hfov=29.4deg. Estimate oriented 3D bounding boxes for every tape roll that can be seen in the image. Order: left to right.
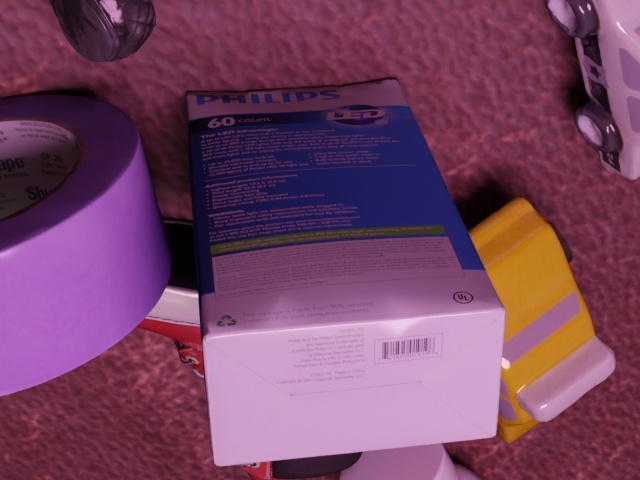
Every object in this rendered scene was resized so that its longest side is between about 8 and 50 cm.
[{"bbox_3d":[-0.180,-0.002,0.659,0.189,0.189,0.080,-12,121,-1],"label":"tape roll"}]

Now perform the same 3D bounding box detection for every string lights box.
[{"bbox_3d":[0.000,0.000,0.646,0.133,0.259,0.077,-4,120,-5],"label":"string lights box"}]

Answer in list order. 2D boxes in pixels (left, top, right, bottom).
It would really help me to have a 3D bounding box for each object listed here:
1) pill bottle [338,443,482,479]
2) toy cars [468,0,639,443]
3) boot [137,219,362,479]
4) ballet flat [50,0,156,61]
[{"bbox_3d":[0.086,0.229,0.884,0.108,0.108,0.193,-24,121,6],"label":"pill bottle"},{"bbox_3d":[0.168,-0.019,0.731,0.176,0.087,0.393,-2,123,-36],"label":"toy cars"},{"bbox_3d":[-0.069,0.085,0.791,0.244,0.088,0.176,11,120,-19],"label":"boot"},{"bbox_3d":[-0.137,-0.178,0.654,0.057,0.049,0.173,1,122,30],"label":"ballet flat"}]
